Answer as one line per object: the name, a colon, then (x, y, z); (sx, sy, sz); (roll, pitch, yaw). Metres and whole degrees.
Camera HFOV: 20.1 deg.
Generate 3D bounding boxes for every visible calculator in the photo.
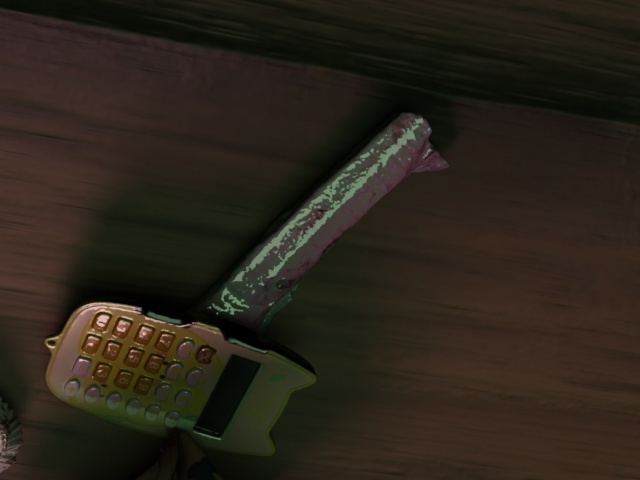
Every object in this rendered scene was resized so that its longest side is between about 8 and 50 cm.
calculator: (-0.132, 0.117, 1.612); (0.236, 0.033, 0.157); (17, 131, -14)

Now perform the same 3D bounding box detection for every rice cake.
rice cake: (-0.003, -0.001, 1.623); (0.290, 0.051, 0.081); (-43, 115, 3)

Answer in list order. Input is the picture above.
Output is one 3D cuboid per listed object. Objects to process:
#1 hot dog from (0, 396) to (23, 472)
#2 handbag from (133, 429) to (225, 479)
hot dog: (-0.355, 0.202, 1.602); (0.191, 0.059, 0.108); (-41, 114, 3)
handbag: (-0.153, 0.306, 1.599); (0.251, 0.193, 0.190); (-30, 127, -2)
